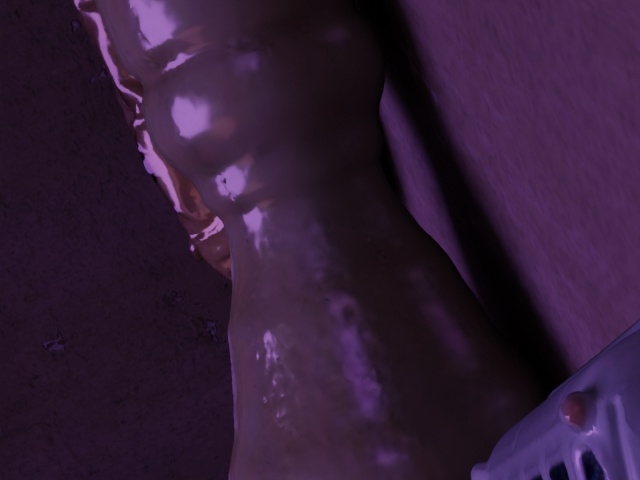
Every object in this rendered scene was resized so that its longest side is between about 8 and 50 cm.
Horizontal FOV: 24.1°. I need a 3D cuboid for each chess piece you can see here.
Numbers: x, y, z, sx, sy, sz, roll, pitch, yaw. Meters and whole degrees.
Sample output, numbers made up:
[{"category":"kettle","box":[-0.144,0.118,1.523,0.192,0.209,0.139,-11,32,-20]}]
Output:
[{"category":"chess piece","box":[0.000,0.000,0.974,0.234,0.234,0.442,-179,70,-83]}]

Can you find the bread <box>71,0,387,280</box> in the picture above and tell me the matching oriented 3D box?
[{"category":"bread","box":[-0.067,-0.146,1.200,0.389,0.183,0.236,62,-169,-22]}]

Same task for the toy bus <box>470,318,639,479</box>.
[{"category":"toy bus","box":[0.140,0.109,0.517,0.276,0.133,0.165,100,145,-76]}]
